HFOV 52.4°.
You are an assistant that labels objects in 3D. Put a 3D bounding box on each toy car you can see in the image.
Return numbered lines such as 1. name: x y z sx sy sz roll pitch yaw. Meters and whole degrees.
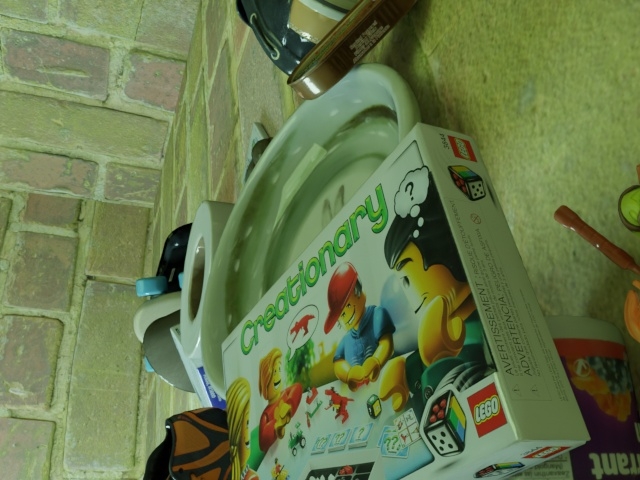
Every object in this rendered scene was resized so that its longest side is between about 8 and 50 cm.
1. toy car: -0.326 0.193 1.615 0.238 0.210 0.219 27 -126 -82

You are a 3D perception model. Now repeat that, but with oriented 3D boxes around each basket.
1. basket: -0.229 0.200 1.307 0.227 0.204 0.154 -37 21 51

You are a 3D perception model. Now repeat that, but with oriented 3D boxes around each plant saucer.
1. plant saucer: 0.000 0.000 0.738 0.400 0.100 0.401 -42 33 36

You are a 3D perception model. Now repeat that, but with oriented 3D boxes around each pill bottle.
1. pill bottle: 0.138 0.150 0.384 0.108 0.108 0.194 136 136 -60

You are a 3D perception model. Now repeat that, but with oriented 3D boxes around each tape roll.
1. tape roll: -0.115 0.067 1.018 0.246 0.169 0.246 -173 90 -69

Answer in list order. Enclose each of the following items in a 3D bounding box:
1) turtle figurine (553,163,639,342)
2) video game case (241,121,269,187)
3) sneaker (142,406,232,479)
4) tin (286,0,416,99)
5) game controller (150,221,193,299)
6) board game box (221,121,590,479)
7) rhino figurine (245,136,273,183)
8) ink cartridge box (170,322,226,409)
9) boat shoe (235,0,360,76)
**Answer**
1. turtle figurine: 0.202 -0.012 0.290 0.269 0.087 0.217 -114 36 -55
2. video game case: -0.135 -0.158 1.366 0.157 0.019 0.143 -120 41 -59
3. sneaker: -0.142 0.376 0.879 0.125 0.180 0.321 -49 53 22
4. tin: 0.039 -0.239 0.757 0.189 0.040 0.106 -44 25 5
5. game controller: -0.334 0.059 1.643 0.067 0.166 0.319 59 142 29
6. board game box: 0.019 0.094 0.446 0.305 0.053 0.193 -48 42 42
7. rhino figurine: -0.106 -0.076 1.186 0.106 0.073 0.243 -114 35 -48
8. ink cartridge box: -0.175 0.272 1.107 0.224 0.045 0.223 30 140 58
9. boat shoe: -0.064 -0.406 1.023 0.156 0.186 0.500 -63 33 31
